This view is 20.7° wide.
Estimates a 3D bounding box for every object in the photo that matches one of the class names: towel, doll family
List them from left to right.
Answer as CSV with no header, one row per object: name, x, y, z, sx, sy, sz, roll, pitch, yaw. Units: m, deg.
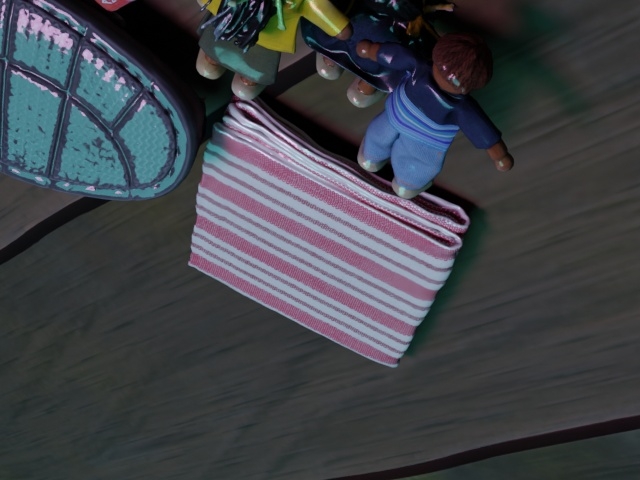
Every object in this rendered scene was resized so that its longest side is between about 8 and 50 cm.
towel,0.000,0.000,0.967,0.144,0.029,0.197,29,155,4
doll family,0.005,-0.094,0.761,0.193,0.076,0.111,27,148,-4

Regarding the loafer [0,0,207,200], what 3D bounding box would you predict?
loafer,-0.190,-0.116,0.919,0.303,0.095,0.109,21,121,8

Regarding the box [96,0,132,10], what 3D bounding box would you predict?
box,-0.113,-0.215,0.595,0.257,0.128,0.123,38,152,-23
